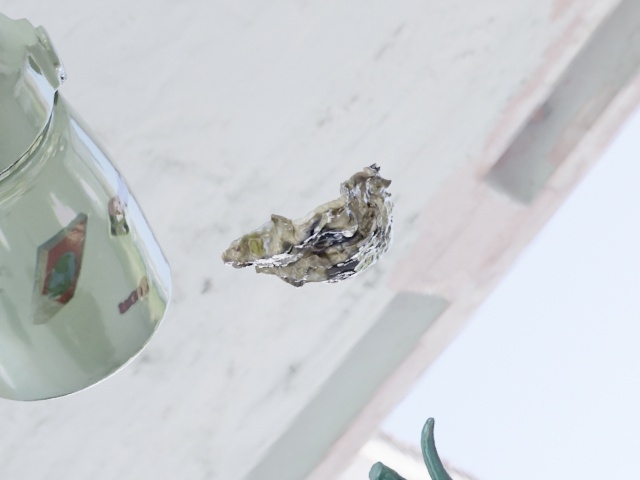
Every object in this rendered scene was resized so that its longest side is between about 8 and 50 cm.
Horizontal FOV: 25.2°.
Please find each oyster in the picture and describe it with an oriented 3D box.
[{"bbox_3d":[0.009,-0.001,0.859,0.103,0.051,0.148,-36,-7,31],"label":"oyster"}]

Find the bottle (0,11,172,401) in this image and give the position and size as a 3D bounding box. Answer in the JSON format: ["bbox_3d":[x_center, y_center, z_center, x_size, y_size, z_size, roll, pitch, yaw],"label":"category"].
[{"bbox_3d":[-0.274,-0.051,1.155,0.229,0.229,0.352,-38,-41,-15],"label":"bottle"}]

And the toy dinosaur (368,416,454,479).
[{"bbox_3d":[0.186,0.391,1.680,0.330,0.129,0.383,22,-55,-12],"label":"toy dinosaur"}]
